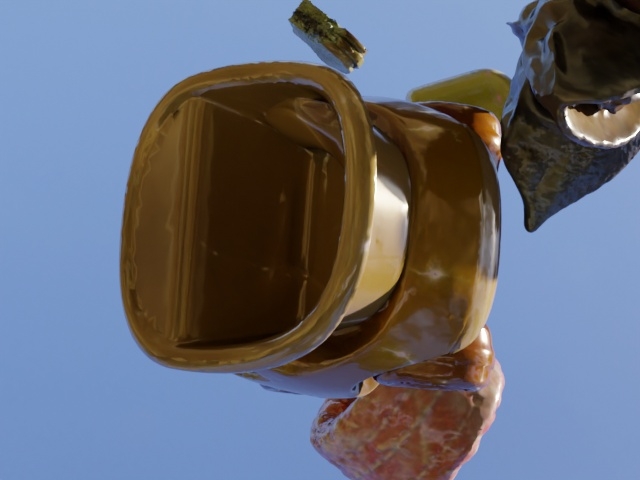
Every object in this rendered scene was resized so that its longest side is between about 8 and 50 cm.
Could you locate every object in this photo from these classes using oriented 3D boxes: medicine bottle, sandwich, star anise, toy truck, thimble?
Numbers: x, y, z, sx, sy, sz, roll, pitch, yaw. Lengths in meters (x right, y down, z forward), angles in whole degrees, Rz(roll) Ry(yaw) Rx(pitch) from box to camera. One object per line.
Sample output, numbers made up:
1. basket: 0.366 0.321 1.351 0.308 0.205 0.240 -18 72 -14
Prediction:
1. medicine bottle: 0.232 -0.175 1.861 0.212 0.122 0.122 -16 -137 -1
2. sandwich: 0.008 -0.226 1.528 0.036 0.093 0.105 -48 -159 -2
3. star anise: 0.190 -0.153 0.883 0.108 0.315 0.315 26 -129 -5
4. toy truck: 0.000 0.000 0.910 0.288 0.212 0.204 -6 -103 50
5. thimble: 0.107 0.204 1.687 0.162 0.239 0.239 35 -125 -8
